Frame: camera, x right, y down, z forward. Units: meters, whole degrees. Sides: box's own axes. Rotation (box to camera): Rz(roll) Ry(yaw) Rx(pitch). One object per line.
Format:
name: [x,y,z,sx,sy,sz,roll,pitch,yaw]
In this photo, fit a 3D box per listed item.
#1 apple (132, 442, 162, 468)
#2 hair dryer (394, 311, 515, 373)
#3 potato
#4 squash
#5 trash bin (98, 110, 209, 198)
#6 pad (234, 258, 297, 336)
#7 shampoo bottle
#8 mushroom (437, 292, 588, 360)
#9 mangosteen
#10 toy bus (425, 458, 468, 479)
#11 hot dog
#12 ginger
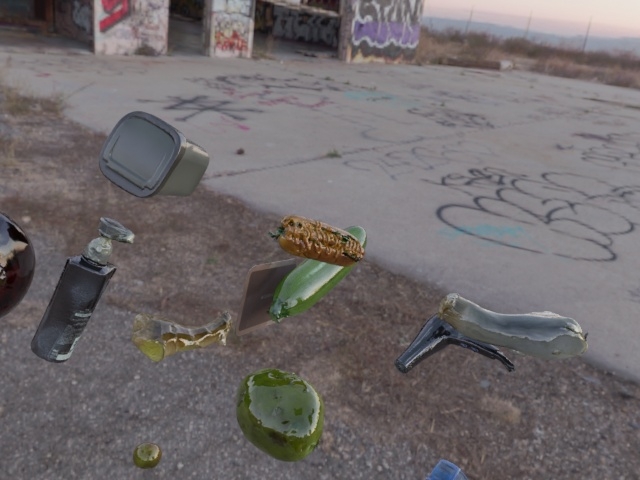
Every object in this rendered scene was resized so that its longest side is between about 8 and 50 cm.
apple: [-0.546,0.680,1.813,0.089,0.090,0.075,5,56,-5]
hair dryer: [0.278,0.218,1.131,0.195,0.075,0.219,-36,33,-29]
potato: [-0.092,0.390,1.305,0.186,0.149,0.253,-25,39,-19]
squash: [-0.002,0.083,1.470,0.107,0.107,0.395,18,41,30]
trash bin: [-0.470,-0.236,1.697,0.219,0.219,0.250,34,6,14]
pad: [-0.129,0.137,1.437,0.002,0.176,0.266,17,10,22]
shampoo bottle: [-0.318,0.065,0.771,0.063,0.208,0.057,28,11,-9]
mushroom: [0.358,0.163,1.077,0.277,0.099,0.096,10,63,8]
mangosteen: [-0.850,0.049,1.348,0.359,0.306,0.306,17,21,41]
toy bus: [0.352,0.647,1.433,0.094,0.237,0.079,-44,29,-14]
hot dog: [0.000,0.000,1.017,0.188,0.072,0.055,15,-19,-31]
ginger: [-0.346,0.230,1.456,0.294,0.086,0.131,-4,45,-48]
